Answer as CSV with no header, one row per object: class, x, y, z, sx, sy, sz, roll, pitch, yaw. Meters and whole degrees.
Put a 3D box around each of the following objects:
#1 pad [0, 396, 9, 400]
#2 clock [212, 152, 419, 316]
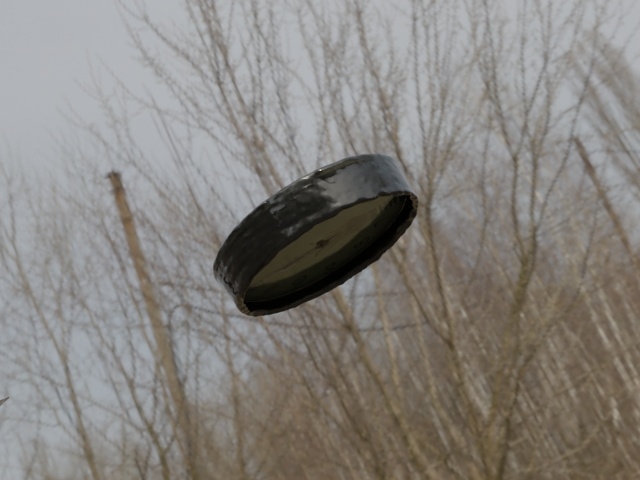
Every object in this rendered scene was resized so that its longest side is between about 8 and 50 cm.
pad,-0.519,0.264,1.086,0.250,0.055,0.323,-41,-17,-11
clock,0.000,0.000,0.749,0.185,0.040,0.184,-28,-20,-11
